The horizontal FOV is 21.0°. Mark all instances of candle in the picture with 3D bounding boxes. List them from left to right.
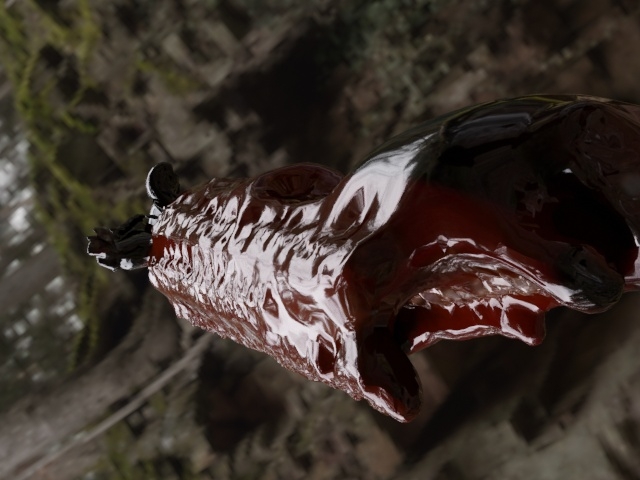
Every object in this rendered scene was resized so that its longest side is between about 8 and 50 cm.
[{"bbox_3d":[0.000,0.000,0.471,0.084,0.301,0.059,-36,-76,-17],"label":"candle"}]
